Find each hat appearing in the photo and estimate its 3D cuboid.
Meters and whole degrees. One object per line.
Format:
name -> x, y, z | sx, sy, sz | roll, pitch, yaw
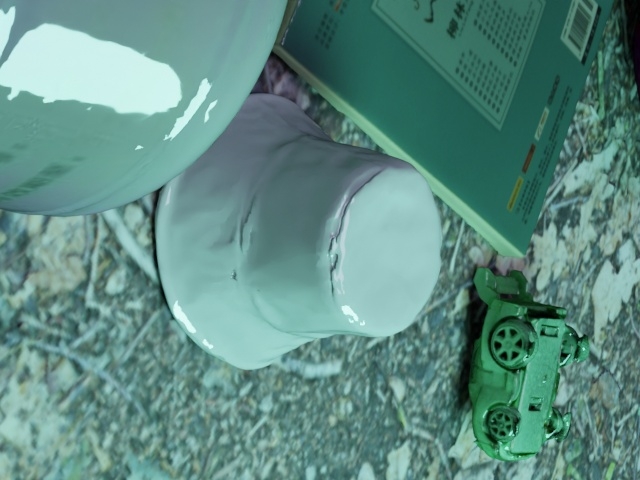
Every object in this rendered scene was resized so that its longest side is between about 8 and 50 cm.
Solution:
hat -> 0.000, 0.000, 1.072 | 0.203, 0.126, 0.203 | -11, 105, -46

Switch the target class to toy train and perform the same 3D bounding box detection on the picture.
toy train -> 0.160, 0.103, 1.341 | 0.099, 0.081, 0.149 | 4, 100, -52

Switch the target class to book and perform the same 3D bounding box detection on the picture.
book -> 0.107, -0.175, 1.244 | 0.379, 0.031, 0.264 | 37, 68, -48

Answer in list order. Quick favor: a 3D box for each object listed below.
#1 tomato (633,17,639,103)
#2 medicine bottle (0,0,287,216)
tomato -> 0.381, -0.177, 1.483 | 0.290, 0.176, 0.335 | 62, 48, -65
medicine bottle -> -0.195, -0.154, 0.690 | 0.324, 0.256, 0.256 | 13, 88, -48
